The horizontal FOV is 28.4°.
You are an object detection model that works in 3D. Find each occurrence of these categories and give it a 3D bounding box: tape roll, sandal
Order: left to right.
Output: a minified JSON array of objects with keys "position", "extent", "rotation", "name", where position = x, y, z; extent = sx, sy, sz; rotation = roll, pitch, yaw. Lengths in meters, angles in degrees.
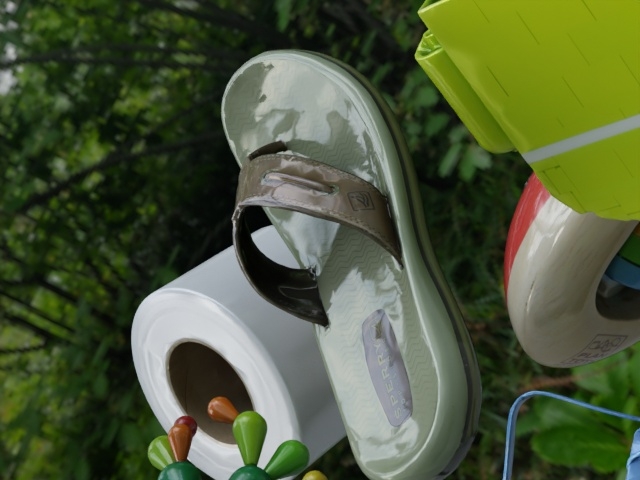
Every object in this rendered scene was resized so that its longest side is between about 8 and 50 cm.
[{"position":[-0.061,0.125,1.358],"extent":[0.169,0.246,0.246],"rotation":[-32,-11,-42],"name":"tape roll"},{"position":[0.001,0.000,0.727],"extent":[0.120,0.086,0.303],"rotation":[-54,45,37],"name":"sandal"}]

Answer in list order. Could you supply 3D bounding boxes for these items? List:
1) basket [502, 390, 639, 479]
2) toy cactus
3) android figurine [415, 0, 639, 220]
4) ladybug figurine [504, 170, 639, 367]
[{"position":[0.311,0.299,1.256],"extent":[0.201,0.288,0.255],"rotation":[17,-97,-70],"name":"basket"},{"position":[-0.075,0.214,0.995],"extent":[0.180,0.219,0.112],"rotation":[-30,-44,-46],"name":"toy cactus"},{"position":[0.174,-0.112,0.757],"extent":[0.248,0.273,0.056],"rotation":[-20,30,46],"name":"android figurine"},{"position":[0.339,-0.049,1.342],"extent":[0.449,0.305,0.162],"rotation":[-57,47,28],"name":"ladybug figurine"}]
